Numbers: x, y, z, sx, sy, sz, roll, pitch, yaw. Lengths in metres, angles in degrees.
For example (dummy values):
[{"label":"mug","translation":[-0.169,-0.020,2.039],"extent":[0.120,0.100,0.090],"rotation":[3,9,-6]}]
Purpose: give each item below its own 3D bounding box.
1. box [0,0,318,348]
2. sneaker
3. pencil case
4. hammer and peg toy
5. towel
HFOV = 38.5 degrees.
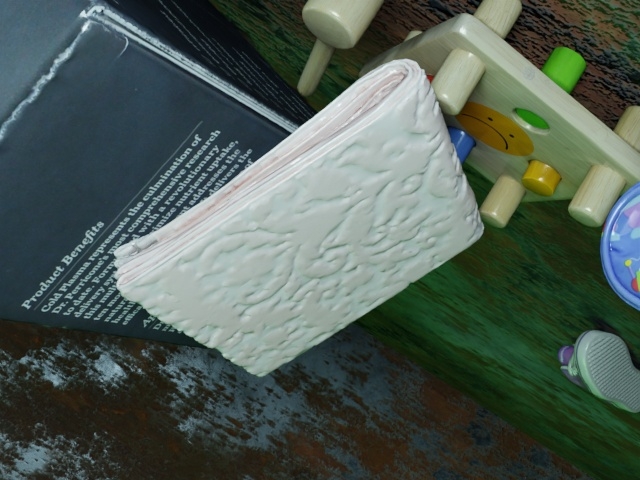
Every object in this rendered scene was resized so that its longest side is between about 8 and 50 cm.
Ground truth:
[{"label":"box","translation":[-0.272,-0.170,0.921],"extent":[0.480,0.297,0.472],"rotation":[49,-169,26]},{"label":"sneaker","translation":[0.487,0.227,1.682],"extent":[0.161,0.102,0.282],"rotation":[25,167,43]},{"label":"pencil case","translation":[0.361,0.008,0.830],"extent":[0.119,0.133,0.306],"rotation":[5,178,39]},{"label":"hammer and peg toy","translation":[0.138,-0.154,0.932],"extent":[0.361,0.127,0.266],"rotation":[35,170,-14]},{"label":"towel","translation":[0.000,0.000,0.898],"extent":[0.053,0.317,0.332],"rotation":[59,-176,28]}]
